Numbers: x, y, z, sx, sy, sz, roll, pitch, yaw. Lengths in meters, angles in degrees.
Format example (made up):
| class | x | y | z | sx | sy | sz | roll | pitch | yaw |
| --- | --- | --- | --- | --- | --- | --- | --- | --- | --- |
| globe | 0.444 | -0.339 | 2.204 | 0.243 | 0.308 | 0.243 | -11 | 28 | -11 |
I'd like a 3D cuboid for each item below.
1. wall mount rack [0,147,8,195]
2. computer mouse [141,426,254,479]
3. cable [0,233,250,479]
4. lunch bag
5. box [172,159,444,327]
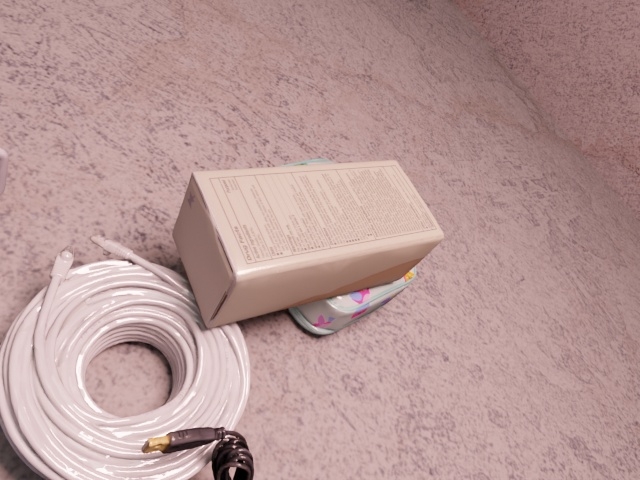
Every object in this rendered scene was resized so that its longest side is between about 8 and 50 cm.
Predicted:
| class | x | y | z | sx | sy | sz | roll | pitch | yaw |
| --- | --- | --- | --- | --- | --- | --- | --- | --- | --- |
| wall mount rack | -0.524 | -0.113 | 0.485 | 0.304 | 0.130 | 0.350 | -24 | 71 | -45 |
| computer mouse | -0.165 | 0.261 | 0.411 | 0.262 | 0.060 | 0.184 | 4 | 98 | -33 |
| cable | -0.207 | 0.144 | 0.534 | 0.257 | 0.089 | 0.257 | 28 | 45 | -15 |
| lunch bag | 0.000 | 0.000 | 0.784 | 0.224 | 0.108 | 0.279 | -22 | 69 | -39 |
| box | -0.011 | -0.008 | 0.623 | 0.311 | 0.121 | 0.148 | -8 | 60 | -34 |
